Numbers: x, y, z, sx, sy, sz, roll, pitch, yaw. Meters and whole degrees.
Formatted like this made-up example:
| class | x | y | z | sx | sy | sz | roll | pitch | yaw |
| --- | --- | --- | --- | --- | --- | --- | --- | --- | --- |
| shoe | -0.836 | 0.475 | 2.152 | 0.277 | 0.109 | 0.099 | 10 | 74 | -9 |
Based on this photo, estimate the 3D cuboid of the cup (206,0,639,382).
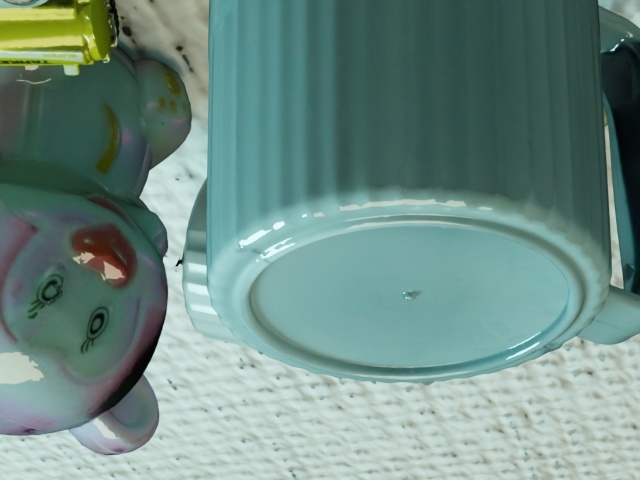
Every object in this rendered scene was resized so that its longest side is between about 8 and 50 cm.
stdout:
| class | x | y | z | sx | sy | sz | roll | pitch | yaw |
| --- | --- | --- | --- | --- | --- | --- | --- | --- | --- |
| cup | 0.068 | -0.079 | 1.177 | 0.256 | 0.311 | 0.331 | -14 | 147 | 24 |

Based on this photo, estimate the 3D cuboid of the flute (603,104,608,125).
| class | x | y | z | sx | sy | sz | roll | pitch | yaw |
| --- | --- | --- | --- | --- | --- | --- | --- | --- | --- |
| flute | 0.113 | -0.087 | 1.446 | 0.233 | 0.027 | 0.027 | -6 | 149 | 10 |

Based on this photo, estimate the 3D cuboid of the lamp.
| class | x | y | z | sx | sy | sz | roll | pitch | yaw |
| --- | --- | --- | --- | --- | --- | --- | --- | --- | --- |
| lamp | -0.226 | -0.001 | 1.327 | 0.247 | 0.301 | 0.247 | -22 | 142 | 34 |

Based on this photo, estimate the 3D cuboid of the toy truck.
| class | x | y | z | sx | sy | sz | roll | pitch | yaw |
| --- | --- | --- | --- | --- | --- | --- | --- | --- | --- |
| toy truck | -0.252 | -0.164 | 1.222 | 0.226 | 0.098 | 0.114 | -1 | 133 | 3 |

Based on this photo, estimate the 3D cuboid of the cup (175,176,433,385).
| class | x | y | z | sx | sy | sz | roll | pitch | yaw |
| --- | --- | --- | --- | --- | --- | --- | --- | --- | --- |
| cup | 0.005 | -0.004 | 1.455 | 0.202 | 0.167 | 0.221 | 8 | 118 | 18 |
